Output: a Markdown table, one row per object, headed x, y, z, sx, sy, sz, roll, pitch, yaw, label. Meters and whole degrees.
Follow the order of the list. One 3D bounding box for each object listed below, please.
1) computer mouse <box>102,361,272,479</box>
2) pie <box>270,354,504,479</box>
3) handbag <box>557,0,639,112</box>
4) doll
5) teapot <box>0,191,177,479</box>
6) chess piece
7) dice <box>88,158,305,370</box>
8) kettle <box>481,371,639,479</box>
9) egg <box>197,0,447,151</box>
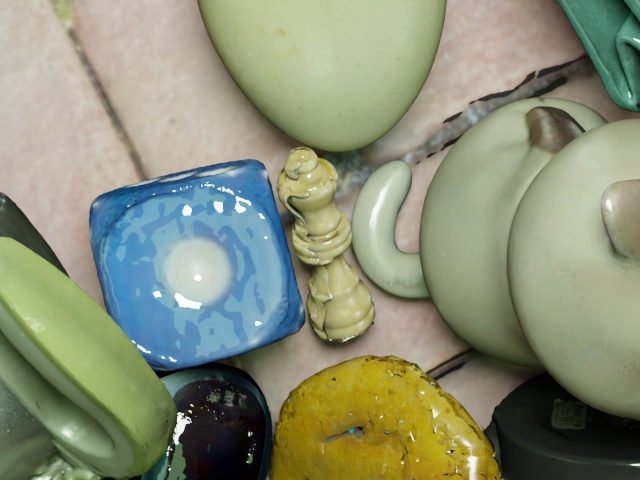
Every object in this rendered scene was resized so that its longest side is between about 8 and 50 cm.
| x | y | z | sx | sy | sz | roll | pitch | yaw | label |
| --- | --- | --- | --- | --- | --- | --- | --- | --- | --- |
| -0.114 | 0.209 | 1.158 | 0.137 | 0.096 | 0.233 | 14 | 105 | -27 | computer mouse |
| 0.044 | 0.224 | 1.135 | 0.069 | 0.273 | 0.273 | -2 | 102 | -43 | pie |
| 0.242 | -0.258 | 1.087 | 0.268 | 0.100 | 0.274 | -40 | 98 | -36 | handbag |
| 0.200 | 0.009 | 1.069 | 0.226 | 0.370 | 0.215 | -21 | 104 | -20 | doll |
| -0.235 | 0.079 | 1.062 | 0.321 | 0.239 | 0.239 | -34 | 113 | 29 | teapot |
| 0.001 | 0.000 | 1.137 | 0.060 | 0.060 | 0.172 | -18 | 129 | -2 | chess piece |
| -0.096 | 0.019 | 1.124 | 0.146 | 0.146 | 0.143 | -13 | 98 | -2 | dice |
| 0.223 | 0.285 | 1.169 | 0.321 | 0.228 | 0.324 | -5 | 105 | 6 | kettle |
| 0.002 | -0.190 | 1.078 | 0.188 | 0.188 | 0.254 | -14 | 107 | -3 | egg |
